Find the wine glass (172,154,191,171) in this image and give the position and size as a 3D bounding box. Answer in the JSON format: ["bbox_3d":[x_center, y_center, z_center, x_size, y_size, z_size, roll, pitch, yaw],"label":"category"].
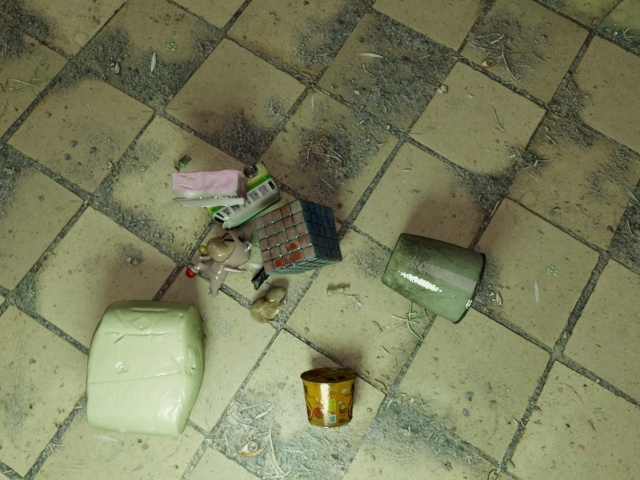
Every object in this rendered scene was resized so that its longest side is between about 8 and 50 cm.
[{"bbox_3d":[-0.604,-0.339,1.760,0.042,0.039,0.083,40,76,9],"label":"wine glass"}]

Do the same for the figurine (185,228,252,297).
[{"bbox_3d":[-0.403,0.081,1.609,0.287,0.186,0.176,-46,53,7],"label":"figurine"}]

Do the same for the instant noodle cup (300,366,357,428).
[{"bbox_3d":[0.033,0.582,1.494,0.216,0.216,0.172,-2,87,-1],"label":"instant noodle cup"}]

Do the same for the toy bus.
[{"bbox_3d":[-0.324,-0.172,1.675,0.306,0.143,0.179,-33,81,-9],"label":"toy bus"}]

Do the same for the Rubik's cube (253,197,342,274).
[{"bbox_3d":[-0.081,-0.003,1.559,0.238,0.237,0.237,-19,75,28],"label":"Rubik's cube"}]

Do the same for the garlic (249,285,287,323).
[{"bbox_3d":[-0.200,0.261,1.615,0.124,0.099,0.174,37,75,26],"label":"garlic"}]

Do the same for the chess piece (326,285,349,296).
[{"bbox_3d":[0.074,0.206,1.657,0.092,0.035,0.035,-13,78,-8],"label":"chess piece"}]

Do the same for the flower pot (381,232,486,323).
[{"bbox_3d":[0.427,0.127,1.565,0.331,0.293,0.293,22,78,11],"label":"flower pot"}]

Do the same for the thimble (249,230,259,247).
[{"bbox_3d":[-0.237,-0.001,1.668,0.110,0.084,0.062,8,78,-3],"label":"thimble"}]

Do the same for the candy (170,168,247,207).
[{"bbox_3d":[-0.419,-0.194,1.525,0.266,0.155,0.115,-3,85,0],"label":"candy"}]

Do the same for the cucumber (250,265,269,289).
[{"bbox_3d":[-0.223,0.126,1.661,0.053,0.053,0.181,39,78,7],"label":"cucumber"}]

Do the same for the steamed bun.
[{"bbox_3d":[-0.609,0.451,1.464,0.372,0.290,0.455,5,80,-5],"label":"steamed bun"}]
